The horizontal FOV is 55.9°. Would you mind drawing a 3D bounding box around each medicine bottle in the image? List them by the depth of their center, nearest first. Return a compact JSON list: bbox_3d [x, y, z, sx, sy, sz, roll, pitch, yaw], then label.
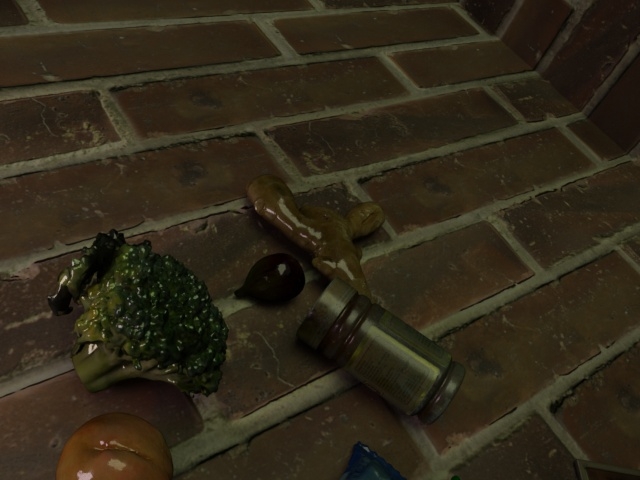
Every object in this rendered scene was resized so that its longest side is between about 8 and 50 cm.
[{"bbox_3d":[0.122,0.224,1.230,0.322,0.151,0.151,34,47,8],"label":"medicine bottle"}]

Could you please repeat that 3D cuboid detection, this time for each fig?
[{"bbox_3d":[-0.110,0.090,1.295,0.155,0.103,0.109,-28,106,-5],"label":"fig"}]

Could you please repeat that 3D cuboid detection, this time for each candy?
[{"bbox_3d":[0.080,0.450,1.003,0.187,0.077,0.331,40,20,14],"label":"candy"}]

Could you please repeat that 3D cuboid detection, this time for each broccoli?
[{"bbox_3d":[-0.303,0.129,1.045,0.272,0.324,0.334,-22,50,-24],"label":"broccoli"}]

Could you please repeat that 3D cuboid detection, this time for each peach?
[{"bbox_3d":[-0.314,0.353,0.921,0.184,0.184,0.184,12,47,-13],"label":"peach"}]

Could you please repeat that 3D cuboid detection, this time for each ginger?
[{"bbox_3d":[-0.006,-0.015,1.411,0.363,0.122,0.348,21,37,-18],"label":"ginger"}]

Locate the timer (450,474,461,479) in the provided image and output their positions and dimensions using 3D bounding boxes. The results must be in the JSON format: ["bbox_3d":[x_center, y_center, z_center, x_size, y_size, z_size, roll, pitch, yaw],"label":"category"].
[{"bbox_3d":[0.281,0.507,0.985,0.285,0.285,0.285,12,47,-13],"label":"timer"}]

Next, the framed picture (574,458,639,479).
[{"bbox_3d":[0.635,0.598,1.210,0.211,0.020,0.289,13,48,-11],"label":"framed picture"}]
